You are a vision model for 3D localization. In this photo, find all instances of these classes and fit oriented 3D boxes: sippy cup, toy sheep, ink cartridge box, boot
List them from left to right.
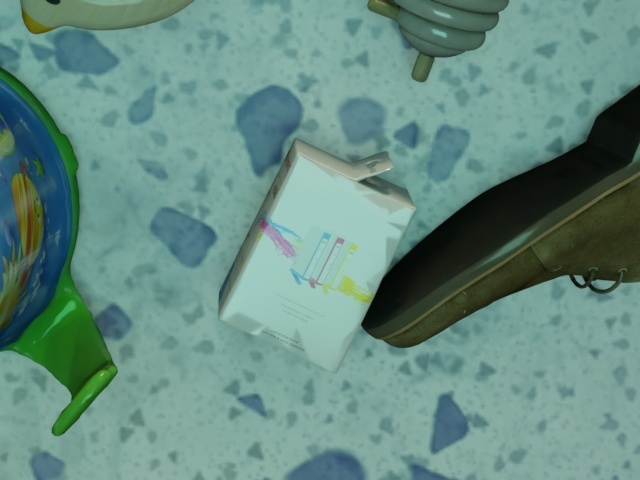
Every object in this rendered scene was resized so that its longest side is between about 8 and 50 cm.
[{"bbox_3d":[-0.276,-0.003,1.235,0.305,0.224,0.240,5,102,-4],"label":"sippy cup"},{"bbox_3d":[0.000,0.000,1.316,0.090,0.092,0.143,25,98,-7],"label":"ink cartridge box"},{"bbox_3d":[0.083,-0.169,1.292,0.091,0.091,0.132,14,114,-6],"label":"toy sheep"},{"bbox_3d":[0.173,0.003,1.323,0.305,0.112,0.115,-32,112,2],"label":"boot"}]

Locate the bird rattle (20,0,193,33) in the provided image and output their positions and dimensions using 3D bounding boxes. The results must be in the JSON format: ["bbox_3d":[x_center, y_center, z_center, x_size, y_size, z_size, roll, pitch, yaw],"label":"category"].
[{"bbox_3d":[-0.130,-0.237,1.221,0.253,0.143,0.207,-18,121,-10],"label":"bird rattle"}]
